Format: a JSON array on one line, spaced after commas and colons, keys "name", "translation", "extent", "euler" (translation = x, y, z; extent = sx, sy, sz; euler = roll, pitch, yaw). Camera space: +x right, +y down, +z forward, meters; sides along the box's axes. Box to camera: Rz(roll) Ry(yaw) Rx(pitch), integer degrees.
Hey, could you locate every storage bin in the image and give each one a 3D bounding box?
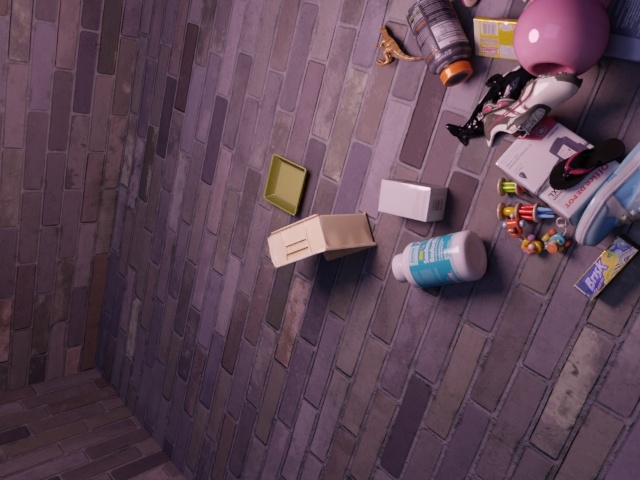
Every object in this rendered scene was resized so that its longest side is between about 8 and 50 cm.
[{"name": "storage bin", "translation": [0.000, 0.000, 1.858], "extent": [0.260, 0.262, 0.123], "euler": [-21, 80, 42]}]

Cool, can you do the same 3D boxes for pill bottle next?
[{"name": "pill bottle", "translation": [0.346, -0.564, 1.561], "extent": [0.130, 0.130, 0.246], "euler": [-30, 75, 41]}, {"name": "pill bottle", "translation": [0.344, 0.063, 1.626], "extent": [0.264, 0.146, 0.146], "euler": [-15, 85, 42]}]

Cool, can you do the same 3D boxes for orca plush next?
[{"name": "orca plush", "translation": [0.457, -0.376, 1.499], "extent": [0.287, 0.102, 0.151], "euler": [-25, 78, 42]}]

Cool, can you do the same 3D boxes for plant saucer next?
[{"name": "plant saucer", "translation": [-0.125, -0.215, 2.096], "extent": [0.188, 0.045, 0.188], "euler": [30, 115, 36]}]

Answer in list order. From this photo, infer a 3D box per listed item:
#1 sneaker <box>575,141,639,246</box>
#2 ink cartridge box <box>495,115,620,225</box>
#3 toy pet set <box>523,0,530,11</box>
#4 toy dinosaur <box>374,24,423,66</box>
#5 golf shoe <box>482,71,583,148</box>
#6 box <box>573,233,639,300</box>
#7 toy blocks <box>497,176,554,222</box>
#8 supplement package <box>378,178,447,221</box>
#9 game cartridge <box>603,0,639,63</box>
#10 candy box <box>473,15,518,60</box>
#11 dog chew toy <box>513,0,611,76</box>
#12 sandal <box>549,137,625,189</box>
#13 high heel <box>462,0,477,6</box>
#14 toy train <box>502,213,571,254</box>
[{"name": "sneaker", "translation": [0.746, -0.077, 1.235], "extent": [0.208, 0.127, 0.319], "euler": [44, 115, 30]}, {"name": "ink cartridge box", "translation": [0.592, -0.178, 1.369], "extent": [0.172, 0.100, 0.237], "euler": [-51, 60, 12]}, {"name": "toy pet set", "translation": [0.576, -0.601, 1.409], "extent": [0.122, 0.065, 0.114], "euler": [26, 77, 35]}, {"name": "toy dinosaur", "translation": [0.227, -0.592, 1.714], "extent": [0.211, 0.064, 0.112], "euler": [54, 125, 24]}, {"name": "golf shoe", "translation": [0.513, -0.312, 1.335], "extent": [0.273, 0.105, 0.120], "euler": [-22, 57, 60]}, {"name": "box", "translation": [0.707, 0.067, 1.353], "extent": [0.059, 0.054, 0.169], "euler": [46, 124, 29]}, {"name": "toy blocks", "translation": [0.555, -0.111, 1.473], "extent": [0.148, 0.054, 0.123], "euler": [4, 98, 42]}, {"name": "supplement package", "translation": [0.282, -0.126, 1.689], "extent": [0.179, 0.105, 0.105], "euler": [16, 106, 40]}, {"name": "game cartridge", "translation": [0.749, -0.558, 1.244], "extent": [0.198, 0.062, 0.297], "euler": [29, 114, 32]}, {"name": "candy box", "translation": [0.504, -0.533, 1.456], "extent": [0.206, 0.027, 0.105], "euler": [25, 147, 38]}, {"name": "dog chew toy", "translation": [0.571, -0.548, 1.261], "extent": [0.206, 0.206, 0.332], "euler": [14, 89, 41]}, {"name": "sandal", "translation": [0.612, -0.183, 1.274], "extent": [0.179, 0.040, 0.067], "euler": [-33, 66, 19]}, {"name": "high heel", "translation": [0.407, -0.783, 1.536], "extent": [0.117, 0.082, 0.244], "euler": [-129, 31, -65]}, {"name": "toy train", "translation": [0.566, -0.011, 1.445], "extent": [0.166, 0.046, 0.125], "euler": [0, 127, 40]}]
